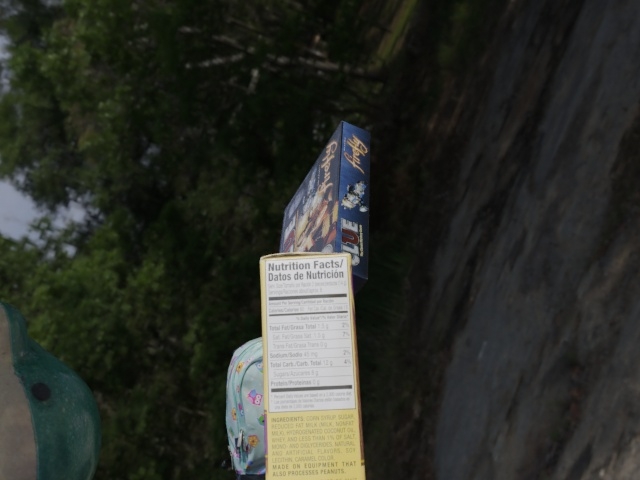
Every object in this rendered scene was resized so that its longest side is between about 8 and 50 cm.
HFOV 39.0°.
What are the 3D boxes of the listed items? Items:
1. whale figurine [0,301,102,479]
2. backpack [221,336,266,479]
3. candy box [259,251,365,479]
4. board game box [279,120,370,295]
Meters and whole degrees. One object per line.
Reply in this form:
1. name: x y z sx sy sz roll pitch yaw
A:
1. whale figurine: -0.281 0.125 0.769 0.141 0.272 0.216 -2 -43 -43
2. backpack: -0.046 0.205 1.089 0.115 0.152 0.182 179 82 -72
3. candy box: -0.003 0.111 0.491 0.109 0.053 0.187 89 180 -69
4. board game box: 0.000 0.000 1.033 0.165 0.042 0.243 -55 20 39
